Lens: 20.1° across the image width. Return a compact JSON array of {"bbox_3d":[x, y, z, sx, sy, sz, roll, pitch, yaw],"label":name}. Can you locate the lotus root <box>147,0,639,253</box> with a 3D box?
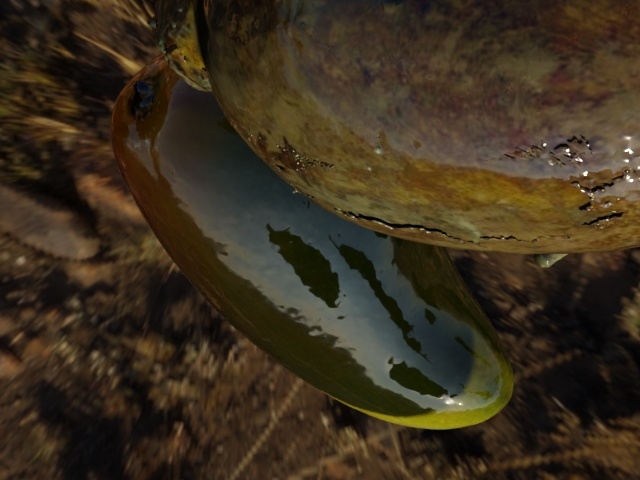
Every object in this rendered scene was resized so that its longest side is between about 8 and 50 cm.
[{"bbox_3d":[0.039,-0.054,0.489,0.209,0.120,0.120,7,94,29],"label":"lotus root"}]

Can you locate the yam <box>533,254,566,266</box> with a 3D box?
[{"bbox_3d":[0.255,-0.057,1.385,0.234,0.027,0.029,-37,126,-5],"label":"yam"}]

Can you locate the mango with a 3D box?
[{"bbox_3d":[-0.006,0.001,1.019,0.146,0.129,0.289,-21,122,17],"label":"mango"}]
